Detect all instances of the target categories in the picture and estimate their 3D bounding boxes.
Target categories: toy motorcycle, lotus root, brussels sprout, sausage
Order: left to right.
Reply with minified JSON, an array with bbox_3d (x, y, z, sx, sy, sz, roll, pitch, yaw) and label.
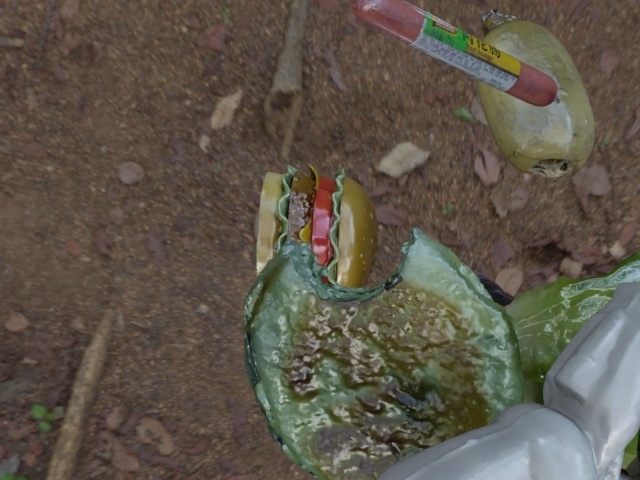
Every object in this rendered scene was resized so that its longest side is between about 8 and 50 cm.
[{"bbox_3d":[0.111,-0.152,0.730,0.223,0.029,0.029,19,85,-28],"label":"sausage"},{"bbox_3d":[0.106,0.177,0.483,0.223,0.108,0.340,38,86,-15],"label":"toy motorcycle"},{"bbox_3d":[0.340,-0.254,1.492,0.169,0.151,0.342,-2,62,-20],"label":"lotus root"},{"bbox_3d":[0.391,0.138,1.042,0.371,0.276,0.314,-19,57,19],"label":"brussels sprout"}]

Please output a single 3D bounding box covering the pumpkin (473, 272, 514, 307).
[{"bbox_3d":[0.229,0.223,1.617,0.266,0.363,0.363,-27,79,-24],"label":"pumpkin"}]

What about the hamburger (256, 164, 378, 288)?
[{"bbox_3d":[0.000,0.000,1.684,0.212,0.274,0.274,4,83,4],"label":"hamburger"}]

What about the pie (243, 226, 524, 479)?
[{"bbox_3d":[0.058,0.129,0.897,0.303,0.067,0.302,6,114,14],"label":"pie"}]
